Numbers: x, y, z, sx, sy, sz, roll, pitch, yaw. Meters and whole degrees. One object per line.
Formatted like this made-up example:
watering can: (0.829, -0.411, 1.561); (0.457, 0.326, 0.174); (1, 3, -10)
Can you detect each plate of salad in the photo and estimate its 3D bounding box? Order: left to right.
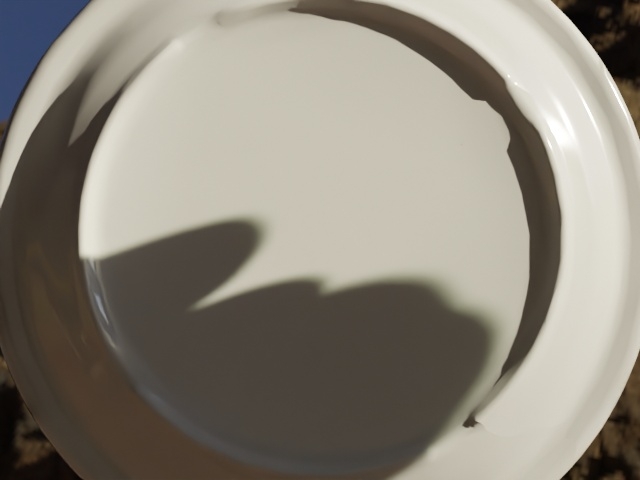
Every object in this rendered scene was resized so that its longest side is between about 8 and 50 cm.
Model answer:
plate of salad: (0.000, 0.000, 0.447); (0.200, 0.200, 0.048); (23, -6, 1)
